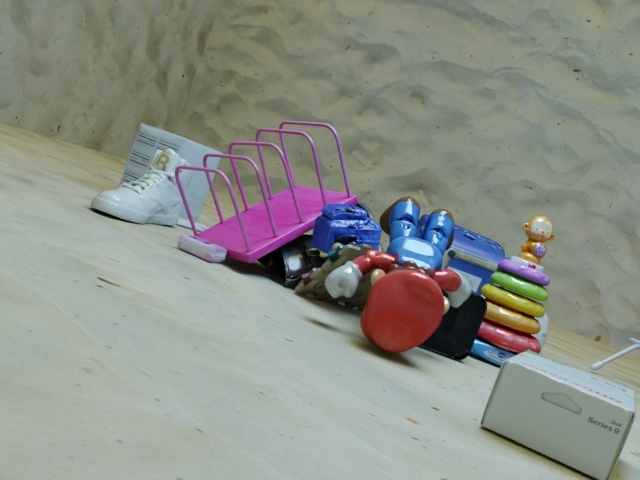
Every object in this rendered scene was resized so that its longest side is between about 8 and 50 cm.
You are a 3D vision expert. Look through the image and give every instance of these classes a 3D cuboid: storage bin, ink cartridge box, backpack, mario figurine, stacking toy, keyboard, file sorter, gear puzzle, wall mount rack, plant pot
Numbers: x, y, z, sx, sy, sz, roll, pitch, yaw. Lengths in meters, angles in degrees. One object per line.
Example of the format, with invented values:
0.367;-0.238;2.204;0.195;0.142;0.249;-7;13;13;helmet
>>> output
0.190;0.125;1.367;0.180;0.122;0.084;20;3;0;storage bin
0.302;0.209;0.957;0.154;0.093;0.212;21;2;22;ink cartridge box
0.058;-0.017;1.470;0.120;0.101;0.098;7;16;-20;backpack
0.129;0.070;1.244;0.198;0.170;0.320;-8;31;22;mario figurine
0.389;0.094;1.508;0.175;0.301;0.166;21;3;-1;stacking toy
-0.335;-0.043;1.872;0.256;0.014;0.072;17;5;-38;keyboard
-0.111;-0.112;1.532;0.291;0.182;0.202;-30;27;-34;file sorter
0.123;0.076;1.489;0.339;0.175;0.044;18;44;-38;gear puzzle
0.891;0.352;1.973;0.304;0.130;0.350;23;2;-30;wall mount rack
0.338;0.092;1.943;0.236;0.235;0.212;20;9;-8;plant pot

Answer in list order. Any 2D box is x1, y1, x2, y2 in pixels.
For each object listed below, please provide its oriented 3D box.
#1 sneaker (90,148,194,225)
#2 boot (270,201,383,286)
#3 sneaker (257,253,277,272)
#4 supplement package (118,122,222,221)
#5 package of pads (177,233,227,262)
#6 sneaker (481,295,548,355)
-0.374;-0.125;1.645;0.108;0.169;0.292;24;7;15;sneaker
0.000;0.000;1.575;0.229;0.091;0.263;2;36;-16;boot
-0.051;0.045;1.636;0.272;0.100;0.108;24;28;-1;sneaker
-0.395;-0.175;2.009;0.149;0.203;0.194;22;3;22;supplement package
-0.223;0.015;1.444;0.083;0.031;0.050;22;2;21;package of pads
0.358;0.165;1.681;0.297;0.129;0.111;20;5;21;sneaker
